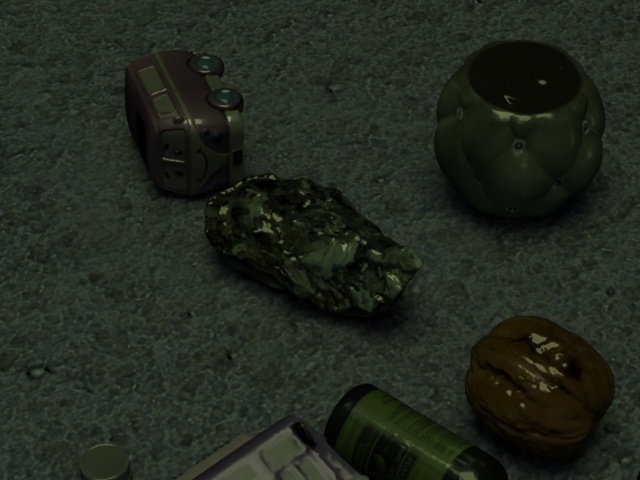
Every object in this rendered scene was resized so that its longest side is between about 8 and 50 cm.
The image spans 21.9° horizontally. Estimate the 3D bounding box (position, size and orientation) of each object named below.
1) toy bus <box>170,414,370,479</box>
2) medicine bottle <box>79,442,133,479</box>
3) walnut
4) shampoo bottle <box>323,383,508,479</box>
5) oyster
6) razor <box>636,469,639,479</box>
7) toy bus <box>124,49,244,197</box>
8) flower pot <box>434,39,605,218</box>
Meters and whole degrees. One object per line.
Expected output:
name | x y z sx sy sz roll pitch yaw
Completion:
toy bus | -0.124 0.376 1.643 0.440 0.209 0.249 -33 69 -20
medicine bottle | -0.244 0.283 1.901 0.058 0.091 0.058 -1 43 1
walnut | 0.255 0.172 1.972 0.184 0.155 0.155 33 52 25
shampoo bottle | 0.138 0.270 1.898 0.284 0.101 0.101 29 50 28
oyster | 0.002 0.004 2.171 0.351 0.158 0.162 19 80 39
razor | 0.501 0.341 1.800 0.349 0.113 0.204 23 48 23
toy bus | -0.192 -0.166 2.355 0.142 0.142 0.202 -11 42 -18
flower pot | 0.274 -0.150 2.281 0.246 0.195 0.246 0 43 0
